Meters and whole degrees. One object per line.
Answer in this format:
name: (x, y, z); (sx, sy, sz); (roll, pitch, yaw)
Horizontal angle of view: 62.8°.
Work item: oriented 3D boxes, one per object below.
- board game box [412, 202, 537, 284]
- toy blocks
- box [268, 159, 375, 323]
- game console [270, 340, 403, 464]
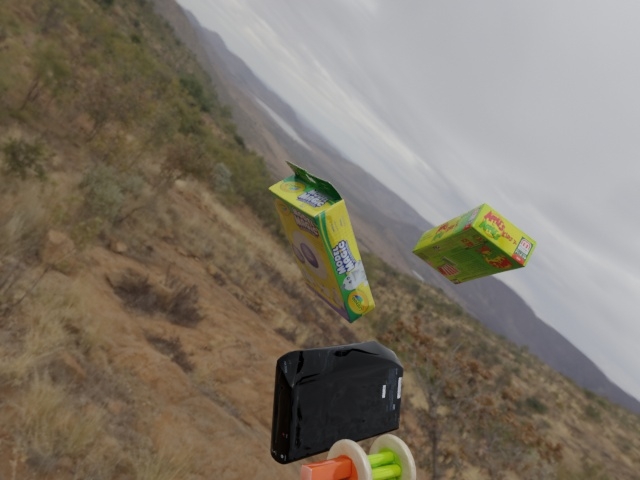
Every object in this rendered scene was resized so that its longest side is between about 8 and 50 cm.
board game box: (0.219, 0.011, 0.775); (0.092, 0.043, 0.181); (36, -19, -6)
toy blocks: (-0.009, 0.212, 0.415); (0.148, 0.123, 0.054); (7, 31, -38)
box: (0.000, 0.000, 0.599); (0.105, 0.043, 0.179); (34, -32, 50)
game console: (0.020, 0.322, 0.714); (0.213, 0.362, 0.044); (4, 0, -41)
